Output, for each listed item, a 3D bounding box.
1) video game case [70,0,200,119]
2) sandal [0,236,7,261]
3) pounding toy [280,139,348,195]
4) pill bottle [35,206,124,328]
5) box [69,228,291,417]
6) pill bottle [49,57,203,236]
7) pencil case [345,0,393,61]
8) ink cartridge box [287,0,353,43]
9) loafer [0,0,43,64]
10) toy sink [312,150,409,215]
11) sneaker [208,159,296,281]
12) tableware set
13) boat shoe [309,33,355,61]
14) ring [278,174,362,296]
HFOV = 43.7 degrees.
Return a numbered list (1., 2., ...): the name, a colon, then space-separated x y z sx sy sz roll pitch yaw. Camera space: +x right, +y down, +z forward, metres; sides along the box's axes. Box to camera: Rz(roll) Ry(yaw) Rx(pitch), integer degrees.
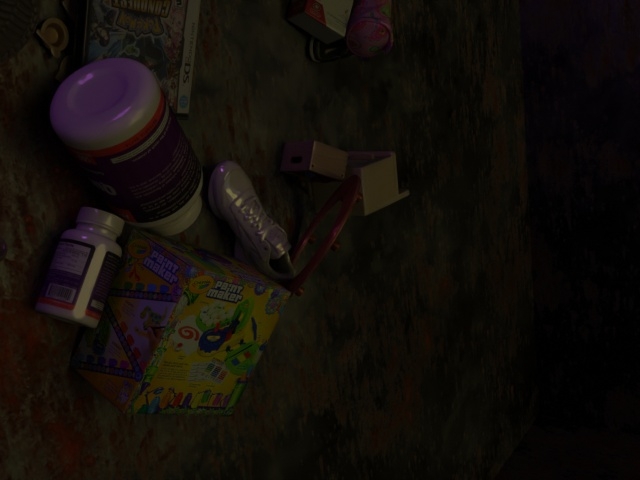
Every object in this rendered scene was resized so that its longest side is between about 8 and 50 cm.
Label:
1. video game case: -0.329 -0.349 1.449 0.275 0.035 0.248 -9 110 -56
2. sandal: -0.540 -0.012 1.201 0.180 0.049 0.072 28 45 -55
3. pounding toy: -0.020 -0.169 1.890 0.130 0.141 0.100 15 83 -40
4. pill bottle: -0.405 0.045 1.370 0.108 0.108 0.193 35 67 -52
5. box: -0.251 0.162 1.484 0.290 0.177 0.279 21 97 -55
6. pill bottle: -0.315 -0.145 1.376 0.181 0.182 0.323 -64 155 -27
7. pencil case: 0.123 -0.573 1.956 0.124 0.124 0.284 52 31 -45
8. ink cartridge box: 0.008 -0.573 1.870 0.127 0.072 0.175 23 73 -34
9. loafer: -0.480 -0.388 1.221 0.102 0.092 0.268 31 85 -51
10. toy sink: 0.107 -0.156 2.037 0.234 0.153 0.131 -25 114 -50
11. sneaker: -0.134 -0.040 1.708 0.114 0.152 0.305 -46 130 -35
12. tableware set: -0.415 -0.347 1.375 0.168 0.020 0.141 -61 139 -30
13. boat shoe: 0.057 -0.494 1.982 0.233 0.079 0.084 -28 118 -47
14. ring: 0.000 0.000 1.794 0.032 0.336 0.336 33 61 -10
